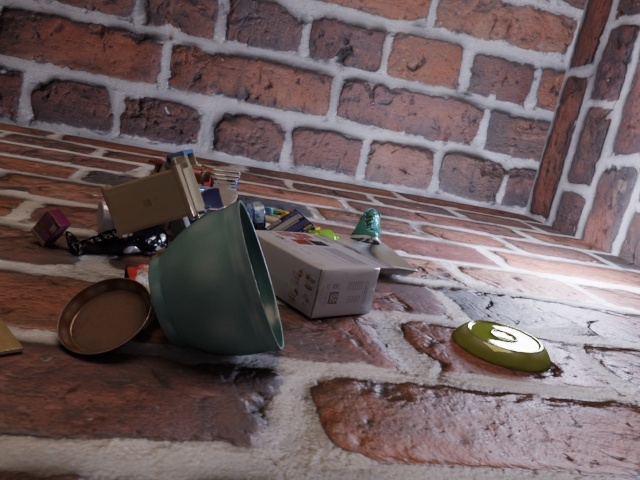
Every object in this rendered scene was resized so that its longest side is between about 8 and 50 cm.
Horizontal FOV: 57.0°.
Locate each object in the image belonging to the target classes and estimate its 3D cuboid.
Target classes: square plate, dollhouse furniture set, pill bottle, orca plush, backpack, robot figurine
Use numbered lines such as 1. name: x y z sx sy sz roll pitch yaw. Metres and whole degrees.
1. square plate: 0.096 0.043 1.962 0.344 0.049 0.347 6 14 -19
2. dollhouse furniture set: -0.453 -0.163 2.049 0.152 0.201 0.374 15 8 16
3. pill bottle: -0.550 -0.067 1.730 0.187 0.111 0.112 2 17 -34
4. orca plush: -0.535 -0.026 1.593 0.287 0.102 0.151 1 17 -37
5. dollhouse furniture set: -0.422 -0.083 1.623 0.198 0.286 0.303 -16 13 2
6. backpack: -0.233 -0.074 2.017 0.084 0.114 0.105 -1 19 -25
7. robot figurine: 0.000 0.000 1.813 0.115 0.067 0.101 -5 35 -42

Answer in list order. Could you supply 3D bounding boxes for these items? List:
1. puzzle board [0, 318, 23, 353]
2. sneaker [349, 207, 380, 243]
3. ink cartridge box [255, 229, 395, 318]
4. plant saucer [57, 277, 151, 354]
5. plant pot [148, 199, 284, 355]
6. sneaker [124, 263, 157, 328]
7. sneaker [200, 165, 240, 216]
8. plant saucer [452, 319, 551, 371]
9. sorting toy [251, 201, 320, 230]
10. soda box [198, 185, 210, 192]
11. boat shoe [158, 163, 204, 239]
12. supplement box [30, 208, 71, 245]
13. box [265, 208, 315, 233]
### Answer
1. puzzle board: -0.568 0.165 0.985 0.096 0.011 0.128 -4 20 -44
2. sneaker: 0.164 -0.052 2.067 0.107 0.109 0.275 12 13 1
3. ink cartridge box: -0.006 0.080 1.550 0.272 0.130 0.309 2 17 -41
4. plant saucer: -0.383 0.139 1.056 0.169 0.029 0.168 -4 46 4
5. plant pot: -0.202 0.091 1.113 0.196 0.292 0.293 -17 16 0
6. sneaker: -0.330 0.112 1.230 0.145 0.090 0.270 4 13 -21
7. sneaker: -0.338 -0.108 2.000 0.128 0.182 0.315 7 31 -1
8. plant saucer: 0.447 0.248 1.445 0.241 0.037 0.241 12 14 -3
9. sorting toy: -0.162 -0.105 2.349 0.348 0.047 0.196 15 14 12
10. soda box: -0.459 -0.178 2.341 0.067 0.071 0.210 22 17 40
11. boat shoe: -0.418 -0.106 1.797 0.091 0.114 0.302 3 59 -42
12. supplement box: -0.688 -0.033 1.504 0.055 0.083 0.043 51 20 3
13. box: -0.101 -0.033 1.976 0.136 0.036 0.225 -32 23 -7
